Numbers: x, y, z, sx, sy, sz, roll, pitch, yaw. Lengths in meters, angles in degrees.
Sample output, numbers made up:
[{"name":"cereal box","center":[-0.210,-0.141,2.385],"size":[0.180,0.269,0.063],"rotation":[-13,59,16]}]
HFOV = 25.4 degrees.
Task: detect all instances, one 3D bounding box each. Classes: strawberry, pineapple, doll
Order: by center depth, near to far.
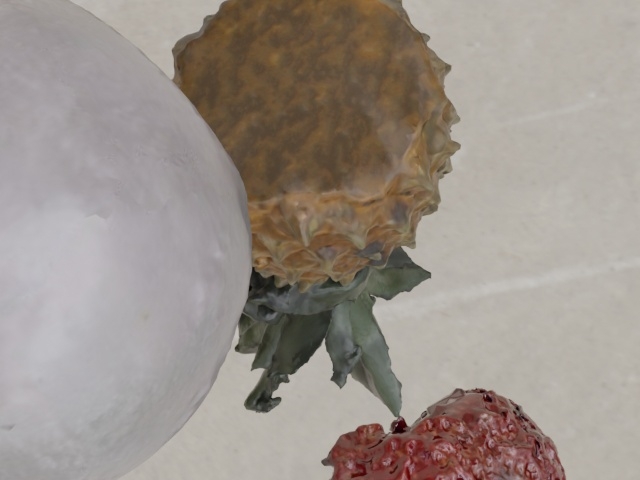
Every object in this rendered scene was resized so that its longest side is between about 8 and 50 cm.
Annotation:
[{"name":"doll","center":[-0.144,0.061,0.366],"size":[0.287,0.151,0.151],"rotation":[-47,117,-18]},{"name":"pineapple","center":[0.000,0.000,0.611],"size":[0.119,0.277,0.130],"rotation":[-30,73,-8]},{"name":"strawberry","center":[0.108,0.270,1.195],"size":[0.274,0.220,0.274],"rotation":[-30,144,-26]}]
